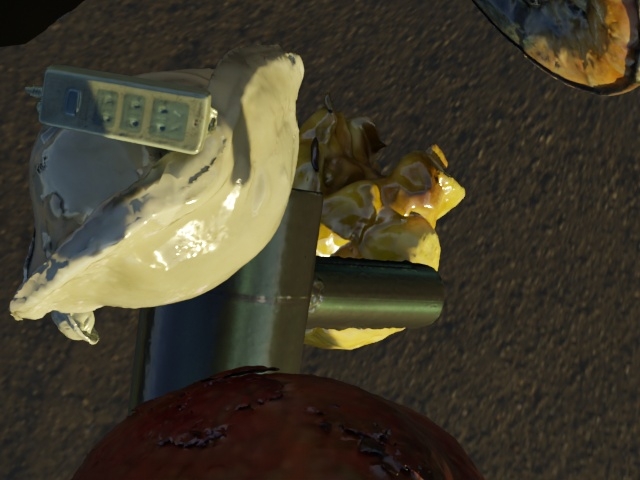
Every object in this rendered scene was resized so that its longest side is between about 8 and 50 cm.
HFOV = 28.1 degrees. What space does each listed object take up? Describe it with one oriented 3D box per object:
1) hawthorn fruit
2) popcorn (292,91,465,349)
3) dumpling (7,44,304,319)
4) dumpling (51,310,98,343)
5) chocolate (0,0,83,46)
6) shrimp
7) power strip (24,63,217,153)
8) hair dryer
[{"bbox_3d":[-0.038,0.127,0.486,0.235,0.181,0.181,7,114,38],"label":"hawthorn fruit"},{"bbox_3d":[0.004,0.001,1.117,0.253,0.190,0.191,-27,137,16],"label":"popcorn"},{"bbox_3d":[-0.074,-0.034,0.632,0.118,0.199,0.136,40,145,0],"label":"dumpling"},{"bbox_3d":[-0.262,0.088,1.380,0.059,0.043,0.077,47,152,28],"label":"dumpling"},{"bbox_3d":[-0.269,-0.242,0.791,0.206,0.224,0.177,118,135,-59],"label":"chocolate"},{"bbox_3d":[0.180,-0.251,1.117,0.290,0.054,0.222,42,160,30],"label":"shrimp"},{"bbox_3d":[-0.086,-0.057,0.550,0.083,0.017,0.027,9,106,-3],"label":"power strip"},{"bbox_3d":[-0.007,0.085,0.929,0.116,0.302,0.244,11,94,41],"label":"hair dryer"}]
